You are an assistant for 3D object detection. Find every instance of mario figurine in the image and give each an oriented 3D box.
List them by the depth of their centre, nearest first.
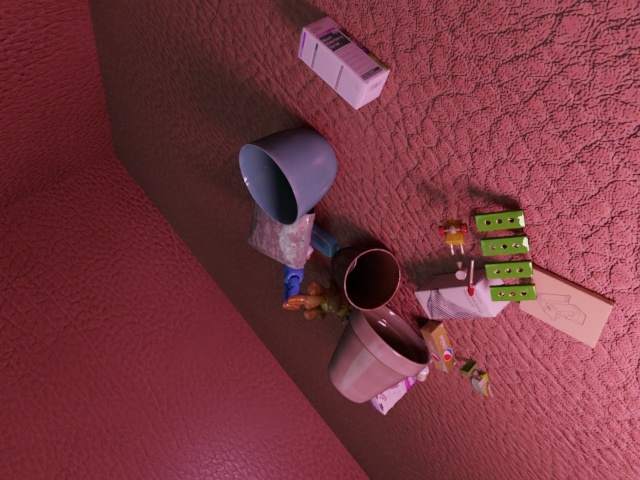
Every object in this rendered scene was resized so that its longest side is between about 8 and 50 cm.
[{"bbox_3d":[-0.087,0.123,2.004,0.197,0.321,0.170,-16,153,28],"label":"mario figurine"}]

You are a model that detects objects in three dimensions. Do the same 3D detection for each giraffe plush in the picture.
[{"bbox_3d":[0.050,0.269,2.001,0.170,0.210,0.182,16,111,42],"label":"giraffe plush"}]

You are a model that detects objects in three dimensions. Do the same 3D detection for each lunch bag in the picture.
[{"bbox_3d":[-0.132,-0.048,1.855,0.287,0.168,0.236,32,118,38],"label":"lunch bag"}]

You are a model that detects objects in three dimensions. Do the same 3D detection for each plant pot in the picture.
[{"bbox_3d":[-0.086,-0.232,1.563,0.293,0.235,0.293,37,148,28],"label":"plant pot"},{"bbox_3d":[0.132,0.107,1.682,0.230,0.215,0.216,30,147,63],"label":"plant pot"},{"bbox_3d":[0.182,0.418,1.696,0.323,0.323,0.280,43,107,20],"label":"plant pot"}]

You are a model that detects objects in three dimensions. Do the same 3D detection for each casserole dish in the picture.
[{"bbox_3d":[0.000,0.000,1.917,0.188,0.037,0.114,36,149,28],"label":"casserole dish"}]

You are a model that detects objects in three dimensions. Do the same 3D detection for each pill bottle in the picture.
[{"bbox_3d":[0.405,0.520,1.874,0.043,0.043,0.083,37,149,28],"label":"pill bottle"}]

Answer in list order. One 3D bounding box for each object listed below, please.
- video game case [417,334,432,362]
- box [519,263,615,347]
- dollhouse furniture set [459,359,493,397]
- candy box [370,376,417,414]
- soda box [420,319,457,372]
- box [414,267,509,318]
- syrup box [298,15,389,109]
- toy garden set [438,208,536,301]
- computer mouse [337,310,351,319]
[{"bbox_3d":[0.387,0.408,1.808,0.122,0.011,0.087,43,150,21],"label":"video game case"},{"bbox_3d":[0.601,0.162,1.175,0.201,0.021,0.165,30,145,36],"label":"box"},{"bbox_3d":[0.531,0.487,1.620,0.076,0.058,0.152,9,129,55],"label":"dollhouse furniture set"},{"bbox_3d":[0.284,0.550,1.892,0.071,0.233,0.159,10,130,53],"label":"candy box"},{"bbox_3d":[0.416,0.370,1.662,0.058,0.061,0.181,7,128,56],"label":"soda box"},{"bbox_3d":[0.409,0.160,1.393,0.113,0.094,0.275,57,153,-5],"label":"box"},{"bbox_3d":[0.055,-0.462,1.228,0.237,0.093,0.096,47,153,13],"label":"syrup box"},{"bbox_3d":[0.421,0.039,1.196,0.203,0.049,0.245,-6,114,28],"label":"toy garden set"},{"bbox_3d":[0.142,0.342,2.085,0.242,0.041,0.071,13,132,51],"label":"computer mouse"}]
